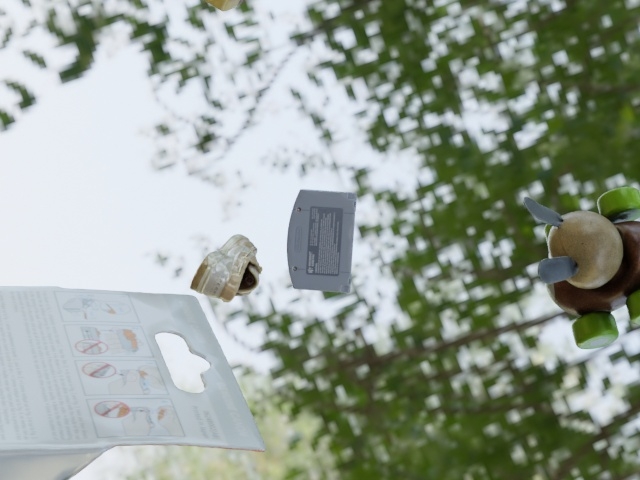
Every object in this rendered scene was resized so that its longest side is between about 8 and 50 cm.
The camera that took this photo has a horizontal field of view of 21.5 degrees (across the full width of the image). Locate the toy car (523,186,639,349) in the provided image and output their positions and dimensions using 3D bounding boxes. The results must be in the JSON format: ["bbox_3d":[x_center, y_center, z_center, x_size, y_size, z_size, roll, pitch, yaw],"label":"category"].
[{"bbox_3d":[0.284,0.019,1.875,0.149,0.188,0.155,-29,-119,34],"label":"toy car"}]

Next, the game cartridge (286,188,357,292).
[{"bbox_3d":[0.000,0.000,1.384,0.017,0.056,0.083,-149,-117,-87],"label":"game cartridge"}]

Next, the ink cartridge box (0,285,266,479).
[{"bbox_3d":[-0.269,0.139,1.445,0.308,0.385,0.091,-124,-141,-62],"label":"ink cartridge box"}]

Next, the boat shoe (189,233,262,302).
[{"bbox_3d":[-0.097,0.038,1.907,0.059,0.063,0.170,30,18,6],"label":"boat shoe"}]

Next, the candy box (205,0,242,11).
[{"bbox_3d":[-0.139,-0.321,1.650,0.186,0.053,0.109,33,-63,9],"label":"candy box"}]
